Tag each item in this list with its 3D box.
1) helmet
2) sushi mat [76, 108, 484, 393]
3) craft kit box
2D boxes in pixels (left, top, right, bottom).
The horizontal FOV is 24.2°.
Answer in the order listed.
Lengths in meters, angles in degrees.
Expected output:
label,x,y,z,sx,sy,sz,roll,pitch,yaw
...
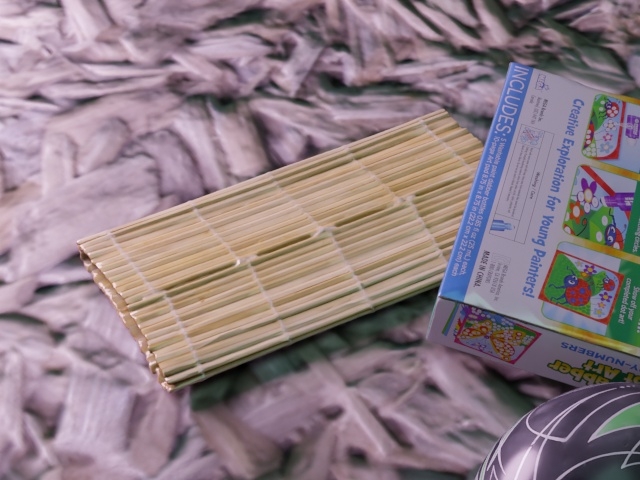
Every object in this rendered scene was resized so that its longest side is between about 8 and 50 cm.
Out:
label,x,y,z,sx,sy,sz,roll,pitch,yaw
helmet,0.166,0.160,0.839,0.161,0.169,0.169,37,54,7
sushi mat,0.000,0.000,1.076,0.317,0.019,0.151,-21,50,-20
craft kit box,0.222,0.001,1.045,0.247,0.061,0.250,16,49,8
